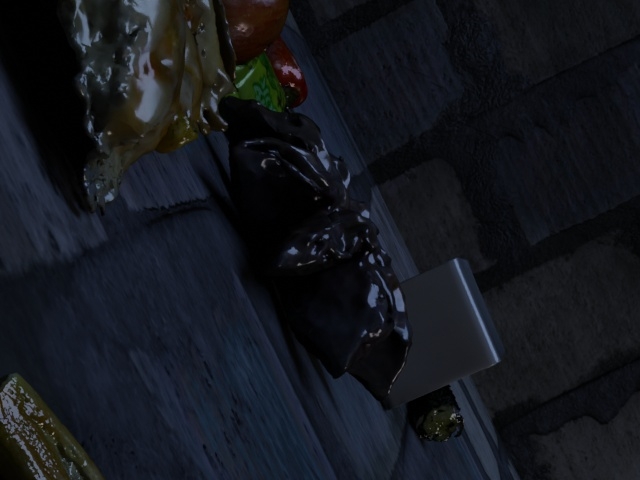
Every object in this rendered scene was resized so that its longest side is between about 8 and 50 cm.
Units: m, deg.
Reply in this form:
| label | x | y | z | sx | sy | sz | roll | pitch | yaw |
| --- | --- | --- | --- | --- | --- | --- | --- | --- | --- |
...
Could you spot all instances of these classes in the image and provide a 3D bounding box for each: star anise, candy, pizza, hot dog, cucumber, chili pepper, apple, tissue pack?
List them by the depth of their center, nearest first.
| label | x | y | z | sx | sy | sz | roll | pitch | yaw |
| --- | --- | --- | --- | --- | --- | --- | --- | --- | --- |
| hot dog | -0.100 | 0.113 | 0.564 | 0.137 | 0.028 | 0.044 | 59 | 34 | -20 |
| pizza | -0.130 | -0.245 | 0.976 | 0.435 | 0.080 | 0.392 | -90 | 172 | -77 |
| star anise | 0.001 | 0.002 | 1.341 | 0.332 | 0.117 | 0.332 | 59 | 14 | -24 |
| apple | -0.096 | -0.239 | 1.367 | 0.146 | 0.146 | 0.146 | 62 | 7 | -14 |
| candy | -0.083 | -0.180 | 1.573 | 0.246 | 0.069 | 0.149 | -104 | 168 | -55 |
| tissue pack | 0.136 | 0.115 | 1.747 | 0.246 | 0.159 | 0.136 | 17 | 48 | -81 |
| chili pepper | -0.059 | -0.200 | 1.760 | 0.086 | 0.084 | 0.192 | 25 | 32 | -52 |
| cucumber | 0.154 | 0.216 | 1.915 | 0.067 | 0.067 | 0.245 | 62 | 5 | -12 |
